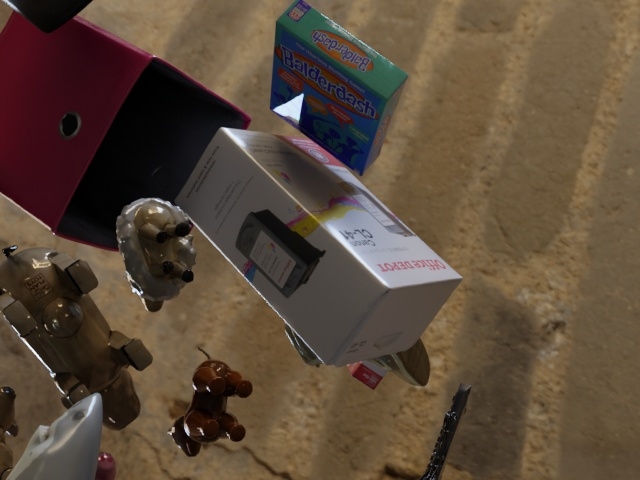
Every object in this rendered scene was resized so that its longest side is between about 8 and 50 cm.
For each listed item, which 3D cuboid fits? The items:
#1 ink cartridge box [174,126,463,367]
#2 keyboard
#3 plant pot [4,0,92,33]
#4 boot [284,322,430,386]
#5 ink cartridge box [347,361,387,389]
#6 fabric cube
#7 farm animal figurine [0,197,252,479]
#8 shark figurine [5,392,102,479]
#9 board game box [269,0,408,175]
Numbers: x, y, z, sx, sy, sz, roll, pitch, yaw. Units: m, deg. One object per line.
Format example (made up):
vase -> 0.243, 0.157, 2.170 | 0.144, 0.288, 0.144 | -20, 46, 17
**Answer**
ink cartridge box -> 0.000, 0.000, 1.075 | 0.306, 0.226, 0.131 | 43, -68, 24
keyboard -> 0.213, 0.405, 1.546 | 0.033, 0.201, 0.317 | 18, -120, 15
plant pot -> -0.297, -0.377, 0.948 | 0.167, 0.188, 0.187 | -3, -119, 40
boot -> 0.062, 0.174, 1.355 | 0.165, 0.213, 0.077 | -23, -145, 36
ink cartridge box -> 0.111, 0.202, 1.596 | 0.135, 0.056, 0.099 | -54, -169, 5
fabric cube -> -0.305, -0.149, 1.166 | 0.258, 0.259, 0.254 | 32, -87, 27
farm animal figurine -> -0.258, 0.148, 0.867 | 0.172, 0.330, 0.326 | 4, -69, 60
shark figurine -> -0.193, 0.262, 0.564 | 0.166, 0.116, 0.278 | -59, 171, -70
board game box -> 0.015, -0.182, 1.045 | 0.047, 0.160, 0.210 | -50, 171, -19
